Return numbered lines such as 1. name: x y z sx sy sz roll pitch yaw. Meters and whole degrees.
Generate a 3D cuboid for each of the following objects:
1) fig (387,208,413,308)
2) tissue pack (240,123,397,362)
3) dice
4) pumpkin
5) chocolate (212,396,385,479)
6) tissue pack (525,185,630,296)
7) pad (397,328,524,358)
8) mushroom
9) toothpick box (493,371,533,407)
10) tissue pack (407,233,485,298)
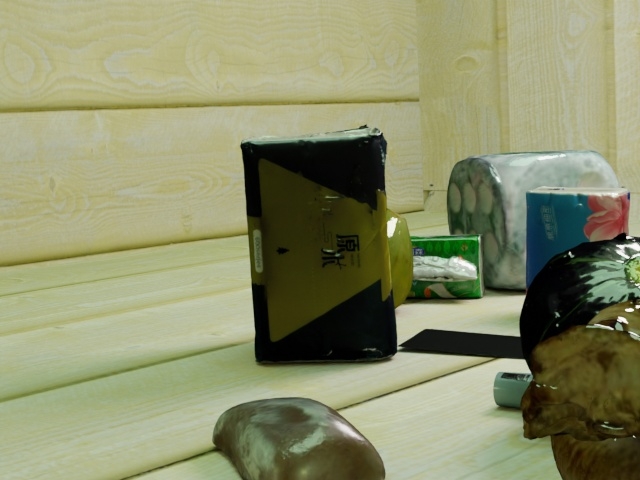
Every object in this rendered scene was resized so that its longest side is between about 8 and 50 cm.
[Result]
1. fig: 0.106 0.046 2.138 0.207 0.230 0.207 -3 7 0
2. tissue pack: 0.000 0.000 1.781 0.264 0.417 0.253 -3 7 3
3. dice: 0.525 -0.058 2.410 0.348 0.330 0.328 -3 5 -17
4. pumpkin: 0.410 0.147 1.294 0.295 0.296 0.296 -3 7 0
5. chocolate: -0.035 0.239 1.207 0.157 0.080 0.254 -6 7 -22
6. tissue pack: 0.515 0.029 1.957 0.209 0.270 0.137 6 12 38
7. pad: 0.291 0.192 1.781 0.265 0.009 0.159 2 8 27
8. mushroom: 0.352 0.138 0.937 0.334 0.356 0.331 -57 9 -32
9. toothpick box: 0.296 0.216 1.383 0.083 0.052 0.052 -1 7 30
10. tissue pack: 0.277 0.064 2.270 0.209 0.148 0.156 -1 7 14
